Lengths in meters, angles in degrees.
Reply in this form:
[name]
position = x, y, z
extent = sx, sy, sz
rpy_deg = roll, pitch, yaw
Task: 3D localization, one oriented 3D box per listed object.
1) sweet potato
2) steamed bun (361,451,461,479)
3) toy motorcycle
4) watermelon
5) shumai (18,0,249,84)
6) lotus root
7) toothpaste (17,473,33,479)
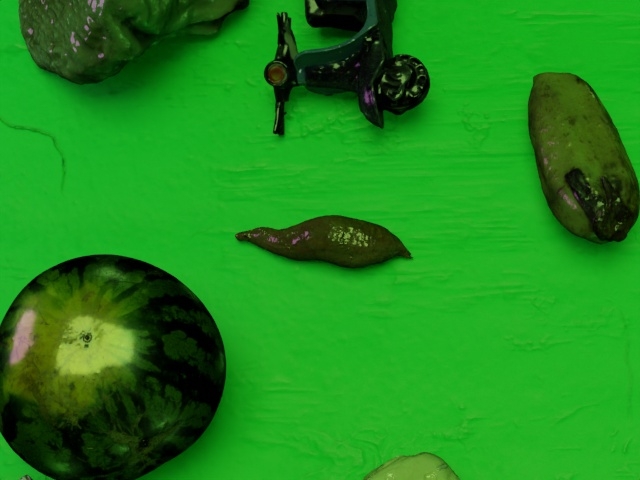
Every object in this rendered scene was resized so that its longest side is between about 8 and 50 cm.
[sweet potato]
position = 0.001, -0.002, 1.705
extent = 0.226, 0.068, 0.068
rpy_deg = 5, 67, 10
[steamed bun]
position = 0.098, 0.303, 1.542
extent = 0.130, 0.091, 0.112
rpy_deg = -29, 63, -18
[toy motorcycle]
position = 0.020, -0.293, 1.805
extent = 0.213, 0.125, 0.358
rpy_deg = -13, 63, 11
[watermelon]
position = -0.244, 0.146, 1.573
extent = 0.269, 0.269, 0.269
rpy_deg = -3, 66, 6
[shumai]
position = -0.232, -0.344, 1.846
extent = 0.263, 0.304, 0.309
rpy_deg = -2, 59, -31
[lotus root]
position = 0.319, -0.099, 1.692
extent = 0.110, 0.097, 0.258
rpy_deg = -8, 58, -4
[toothpaste]
position = -0.408, 0.349, 1.616
extent = 0.196, 0.047, 0.040
rpy_deg = -33, 52, -7
